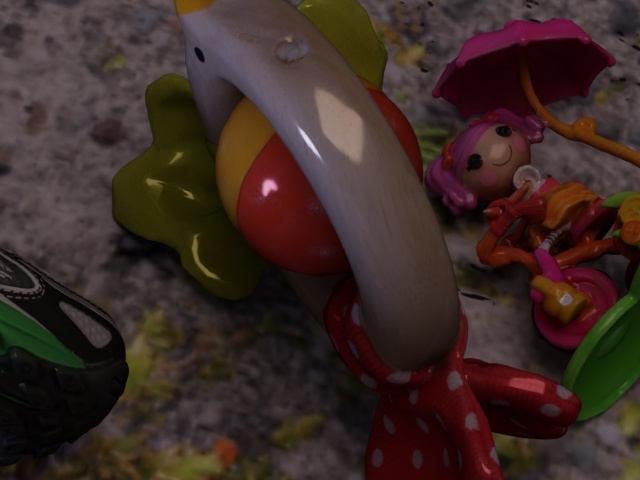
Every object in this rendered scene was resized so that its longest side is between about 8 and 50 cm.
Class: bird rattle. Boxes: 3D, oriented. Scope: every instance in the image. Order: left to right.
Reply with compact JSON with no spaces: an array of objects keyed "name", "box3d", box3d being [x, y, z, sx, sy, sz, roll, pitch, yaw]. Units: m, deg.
[{"name":"bird rattle","box3d":[0.000,0.000,0.780,0.143,0.207,0.253,-24,54,-5]}]

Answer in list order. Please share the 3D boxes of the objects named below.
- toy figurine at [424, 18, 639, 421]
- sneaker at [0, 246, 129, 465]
[{"name":"toy figurine","box3d":[0.112,-0.028,0.888,0.159,0.130,0.173,38,81,29]},{"name":"sneaker","box3d":[-0.217,-0.036,0.785,0.343,0.134,0.146,33,56,10]}]
